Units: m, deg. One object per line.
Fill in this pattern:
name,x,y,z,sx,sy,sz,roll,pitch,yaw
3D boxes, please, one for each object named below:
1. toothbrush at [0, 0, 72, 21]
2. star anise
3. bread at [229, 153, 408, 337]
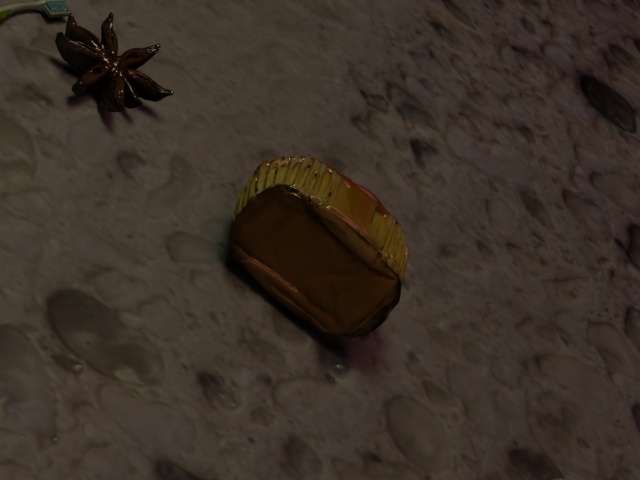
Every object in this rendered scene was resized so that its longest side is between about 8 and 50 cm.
toothbrush,-0.346,-0.227,1.775,0.026,0.022,0.263,44,31,20
star anise,-0.222,-0.181,1.840,0.141,0.042,0.141,26,41,-25
bread,0.000,0.000,1.807,0.190,0.132,0.114,38,32,-15
